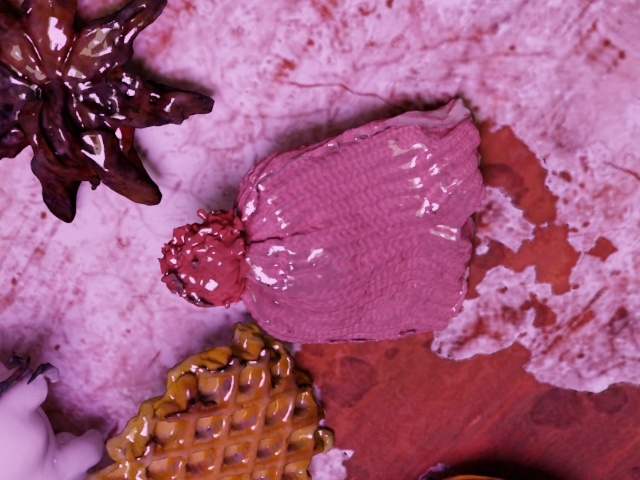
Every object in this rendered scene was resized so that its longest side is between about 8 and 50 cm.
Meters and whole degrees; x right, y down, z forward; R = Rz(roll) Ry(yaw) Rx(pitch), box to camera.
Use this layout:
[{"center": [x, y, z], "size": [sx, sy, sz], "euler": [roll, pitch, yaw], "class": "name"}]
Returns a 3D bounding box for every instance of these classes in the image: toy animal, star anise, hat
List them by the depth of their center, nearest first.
[{"center": [-0.228, -0.119, 0.821], "size": [0.271, 0.102, 0.272], "euler": [3, 116, 6], "class": "star anise"}, {"center": [0.000, 0.000, 0.858], "size": [0.286, 0.107, 0.237], "euler": [-10, 119, -16], "class": "hat"}, {"center": [-0.284, 0.263, 0.942], "size": [0.182, 0.247, 0.310], "euler": [-13, 109, 20], "class": "toy animal"}]

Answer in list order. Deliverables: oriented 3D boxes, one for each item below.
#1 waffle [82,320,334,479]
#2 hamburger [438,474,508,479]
[{"center": [-0.097, 0.209, 0.954], "size": [0.243, 0.058, 0.238], "euler": [-47, 133, -8], "class": "waffle"}, {"center": [0.171, 0.378, 1.016], "size": [0.289, 0.170, 0.314], "euler": [23, 117, -11], "class": "hamburger"}]
